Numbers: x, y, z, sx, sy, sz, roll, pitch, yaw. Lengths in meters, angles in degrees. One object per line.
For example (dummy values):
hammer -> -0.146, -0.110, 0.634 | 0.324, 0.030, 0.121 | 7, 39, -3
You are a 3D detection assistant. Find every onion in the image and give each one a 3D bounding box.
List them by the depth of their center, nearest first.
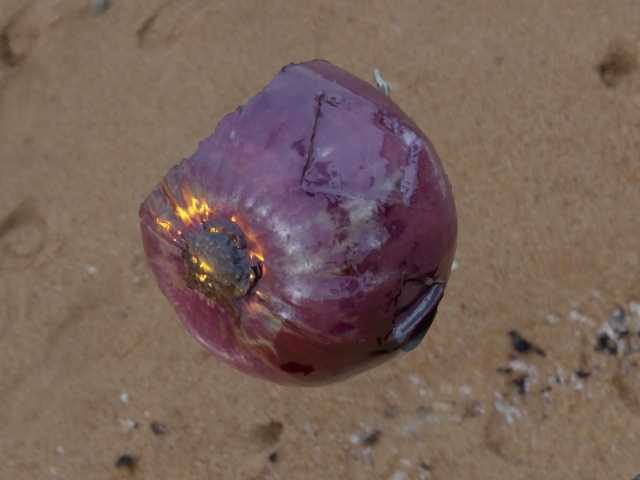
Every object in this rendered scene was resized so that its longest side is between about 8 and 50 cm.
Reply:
onion -> -0.007, 0.003, 0.830 | 0.207, 0.200, 0.200 | -36, 51, 15

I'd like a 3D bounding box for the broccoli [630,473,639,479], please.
broccoli -> 0.394, 0.289, 1.025 | 0.221, 0.361, 0.252 | -44, 25, 51
